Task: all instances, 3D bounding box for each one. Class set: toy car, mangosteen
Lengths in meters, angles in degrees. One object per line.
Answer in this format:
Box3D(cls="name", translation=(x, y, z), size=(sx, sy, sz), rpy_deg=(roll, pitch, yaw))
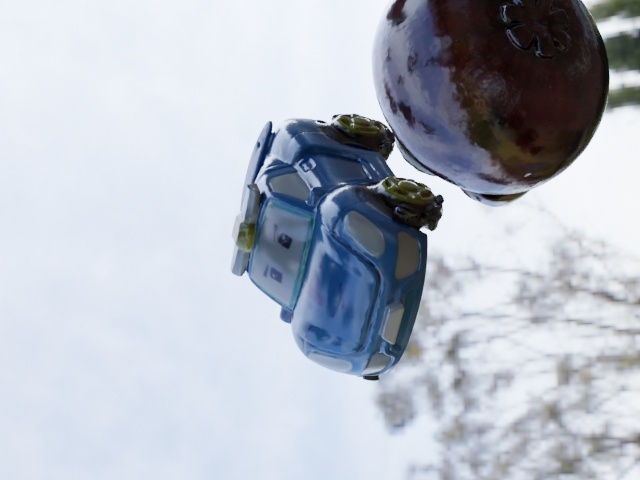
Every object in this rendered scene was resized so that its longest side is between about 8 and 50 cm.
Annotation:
Box3D(cls="toy car", translation=(0.000, 0.000, 1.382), size=(0.314, 0.166, 0.198), rpy_deg=(-118, 37, -58))
Box3D(cls="mangosteen", translation=(0.116, -0.112, 1.043), size=(0.200, 0.200, 0.200), rpy_deg=(16, -109, -58))
